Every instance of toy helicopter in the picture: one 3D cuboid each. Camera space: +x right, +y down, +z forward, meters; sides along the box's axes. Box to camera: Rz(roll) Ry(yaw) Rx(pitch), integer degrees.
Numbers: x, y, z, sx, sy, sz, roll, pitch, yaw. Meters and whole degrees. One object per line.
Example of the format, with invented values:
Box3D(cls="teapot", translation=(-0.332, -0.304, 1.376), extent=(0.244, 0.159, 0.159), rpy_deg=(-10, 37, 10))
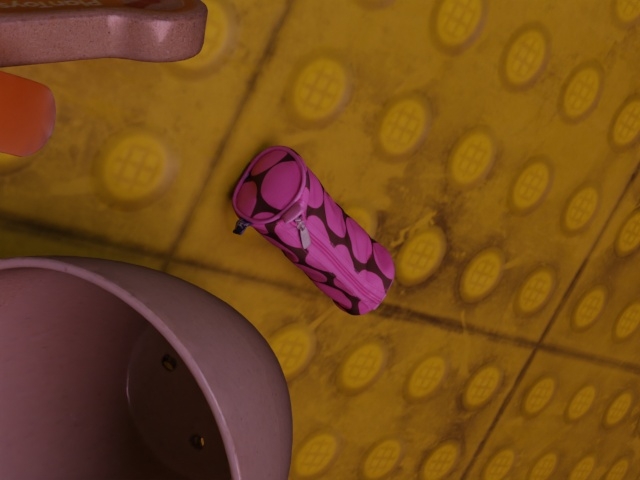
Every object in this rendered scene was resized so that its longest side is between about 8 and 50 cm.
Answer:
Box3D(cls="toy helicopter", translation=(-0.221, -0.125, 0.578), extent=(0.355, 0.235, 0.140), rpy_deg=(-13, 123, -34))

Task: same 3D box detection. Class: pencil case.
Box3D(cls="pencil case", translation=(0.000, 0.000, 0.940), extent=(0.095, 0.098, 0.209), rpy_deg=(-51, 137, -2))

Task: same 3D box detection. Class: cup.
Box3D(cls="cup", translation=(-0.153, 0.158, 0.793), extent=(0.237, 0.331, 0.331), rpy_deg=(-20, 132, -64))
